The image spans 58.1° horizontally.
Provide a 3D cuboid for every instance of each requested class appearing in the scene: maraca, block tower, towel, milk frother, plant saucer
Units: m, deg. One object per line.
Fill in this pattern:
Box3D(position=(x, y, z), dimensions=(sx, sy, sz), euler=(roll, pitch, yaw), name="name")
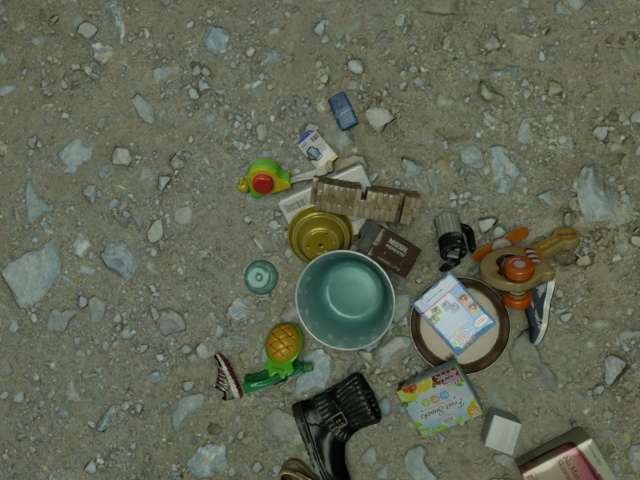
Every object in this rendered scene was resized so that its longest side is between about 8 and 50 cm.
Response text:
Box3D(position=(-0.123, 0.355, 1.873), dimensions=(0.127, 0.099, 0.185), euler=(1, 64, 22), name="maraca")
Box3D(position=(0.136, -0.125, 1.793), dimensions=(0.336, 0.097, 0.091), euler=(9, 110, -3), name="block tower")
Box3D(position=(0.075, -0.428, 1.917), dimensions=(0.067, 0.029, 0.119), euler=(-24, 85, 7), name="towel")
Box3D(position=(0.404, 0.010, 1.820), dimensions=(0.143, 0.129, 0.134), euler=(-42, 37, 40), name="milk frother")
Box3D(position=(0.439, 0.268, 1.824), dimensions=(0.311, 0.050, 0.310), euler=(0, 87, 9), name="plant saucer")
Box3D(position=(-0.203, 0.125, 1.946), dimensions=(0.119, 0.021, 0.119), euler=(0, 89, 9), name="plant saucer")

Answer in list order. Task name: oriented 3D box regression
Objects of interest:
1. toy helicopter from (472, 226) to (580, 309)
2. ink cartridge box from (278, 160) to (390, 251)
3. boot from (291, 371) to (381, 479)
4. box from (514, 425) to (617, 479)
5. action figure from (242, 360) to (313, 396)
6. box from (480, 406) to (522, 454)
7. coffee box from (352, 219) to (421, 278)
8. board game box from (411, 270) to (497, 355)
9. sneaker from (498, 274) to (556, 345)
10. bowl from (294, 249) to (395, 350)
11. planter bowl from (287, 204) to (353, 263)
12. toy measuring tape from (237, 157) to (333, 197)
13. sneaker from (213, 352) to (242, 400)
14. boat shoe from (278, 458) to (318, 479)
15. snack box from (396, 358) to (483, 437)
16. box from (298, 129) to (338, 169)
Box3D(position=(0.626, 0.041, 1.736), dimensions=(0.355, 0.235, 0.140), euler=(-25, 127, -19), name="toy helicopter")
Box3D(position=(0.049, -0.081, 1.892), dimensions=(0.296, 0.066, 0.261), euler=(-23, 110, 8), name="ink cartridge box")
Box3D(position=(0.086, 0.620, 1.826), dimensions=(0.260, 0.131, 0.348), euler=(-25, 84, 8), name="boot")
Box3D(position=(0.728, 0.687, 1.722), dimensions=(0.232, 0.127, 0.148), euler=(-31, 83, 7), name="box")
Box3D(position=(-0.135, 0.445, 1.888), dimensions=(0.232, 0.137, 0.063), euler=(-18, 109, 0), name="action figure")
Box3D(position=(0.552, 0.582, 1.767), dimensions=(0.087, 0.102, 0.101), euler=(17, 91, 7), name="box")
Box3D(position=(0.197, 0.020, 1.756), dimensions=(0.141, 0.246, 0.098), euler=(30, 93, -10), name="coffee box")
Box3D(position=(0.413, 0.225, 1.786), dimensions=(0.160, 0.039, 0.211), euler=(-42, 82, 6), name="board game box")
Box3D(position=(0.620, 0.199, 1.776), dimensions=(0.163, 0.086, 0.226), euler=(10, 88, 7), name="sneaker")
Box3D(position=(0.089, 0.174, 1.813), dimensions=(0.312, 0.163, 0.311), euler=(1, 96, 13), name="bowl")
Box3D(position=(0.000, 0.000, 1.840), dimensions=(0.217, 0.090, 0.217), euler=(0, 112, 0), name="planter bowl")
Box3D(position=(-0.129, -0.229, 1.888), dimensions=(0.330, 0.121, 0.121), euler=(-16, 86, 15), name="toy measuring tape")
Box3D(position=(-0.328, 0.462, 1.932), dimensions=(0.075, 0.063, 0.170), euler=(-25, 89, 1), name="sneaker")
Box3D(position=(-0.003, 0.852, 1.842), dimensions=(0.341, 0.110, 0.121), euler=(38, 94, 9), name="boat shoe")
Box3D(position=(0.370, 0.490, 1.789), dimensions=(0.207, 0.070, 0.174), euler=(-28, 95, 18), name="snack box")
Box3D(position=(-0.012, -0.303, 1.928), dimensions=(0.081, 0.028, 0.136), euler=(-40, 80, 6), name="box")
